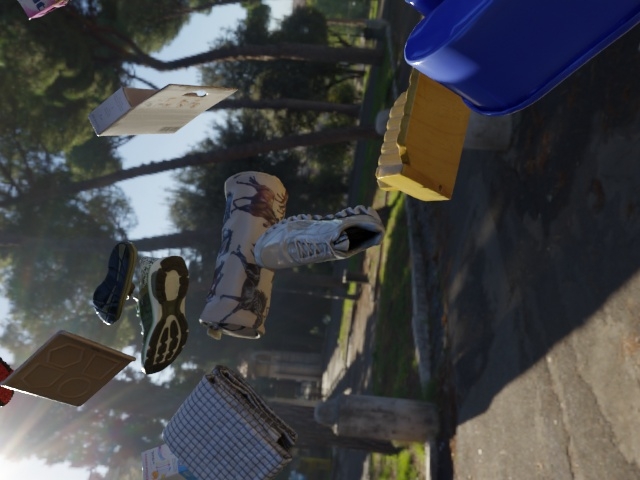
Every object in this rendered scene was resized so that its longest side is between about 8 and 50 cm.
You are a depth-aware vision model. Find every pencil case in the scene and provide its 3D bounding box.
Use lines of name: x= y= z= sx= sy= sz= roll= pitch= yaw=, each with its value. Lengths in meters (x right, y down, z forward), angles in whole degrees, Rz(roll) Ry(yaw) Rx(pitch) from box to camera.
pencil case: x=-0.191 y=0.043 z=1.514 sx=0.184 sy=0.160 sz=0.410 roll=-13 pitch=65 yaw=56

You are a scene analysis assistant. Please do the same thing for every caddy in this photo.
caddy: x=0.243 y=-0.293 z=0.668 sx=0.341 sy=0.179 sz=0.241 roll=-39 pitch=38 yaw=49

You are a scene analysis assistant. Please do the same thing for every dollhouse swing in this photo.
dollhouse swing: x=0.208 y=-0.303 z=1.589 sx=0.315 sy=0.305 sz=0.346 roll=17 pitch=-95 yaw=-46

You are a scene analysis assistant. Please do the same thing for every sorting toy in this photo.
sorting toy: x=-0.534 y=0.272 z=1.297 sx=0.193 sy=0.208 sz=0.038 roll=38 pitch=-160 yaw=-45

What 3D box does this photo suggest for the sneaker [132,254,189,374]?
sneaker: x=-0.535 y=0.229 z=1.976 sx=0.158 sy=0.182 sz=0.410 roll=-2 pitch=-75 yaw=-49

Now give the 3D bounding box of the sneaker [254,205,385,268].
sneaker: x=0.000 y=0.000 z=1.305 sx=0.118 sy=0.292 sz=0.110 roll=-119 pitch=14 yaw=-69

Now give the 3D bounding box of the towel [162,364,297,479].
towel: x=-0.216 y=0.477 z=1.483 sx=0.235 sy=0.284 sz=0.121 roll=-52 pitch=-9 yaw=19

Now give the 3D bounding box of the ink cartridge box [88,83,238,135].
ink cartridge box: x=-0.397 y=-0.357 z=1.563 sx=0.066 sy=0.261 sz=0.296 roll=64 pitch=-153 yaw=2

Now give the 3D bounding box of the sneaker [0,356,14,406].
sneaker: x=-1.048 y=0.399 z=1.884 sx=0.261 sy=0.125 sz=0.104 roll=69 pitch=-155 yaw=-14

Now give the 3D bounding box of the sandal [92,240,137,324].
sandal: x=-0.619 y=0.139 z=1.895 sx=0.086 sy=0.120 sz=0.302 roll=-10 pitch=-46 yaw=-59

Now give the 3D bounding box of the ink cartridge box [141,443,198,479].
ink cartridge box: x=-0.400 y=0.595 z=1.596 sx=0.089 sy=0.143 sz=0.092 roll=70 pitch=180 yaw=-50

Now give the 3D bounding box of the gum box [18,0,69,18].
gum box: x=-0.730 y=-0.667 z=1.536 sx=0.188 sy=0.107 sz=0.062 roll=61 pitch=-163 yaw=-21
